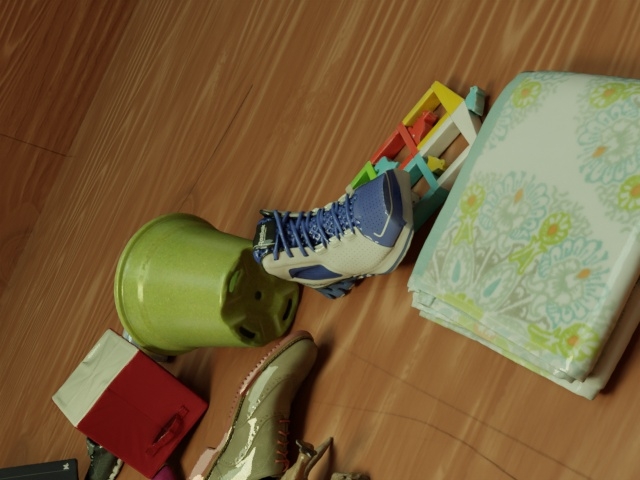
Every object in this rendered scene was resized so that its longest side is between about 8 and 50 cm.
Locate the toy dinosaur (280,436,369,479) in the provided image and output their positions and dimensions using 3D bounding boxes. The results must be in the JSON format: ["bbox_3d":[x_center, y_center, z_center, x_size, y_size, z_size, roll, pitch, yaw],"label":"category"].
[{"bbox_3d":[-0.030,0.410,1.140,0.200,0.127,0.295,-54,27,29],"label":"toy dinosaur"}]

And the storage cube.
[{"bbox_3d":[-0.374,0.313,1.591,0.183,0.193,0.215,-52,30,-14],"label":"storage cube"}]

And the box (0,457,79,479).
[{"bbox_3d":[-0.653,0.636,1.652,0.312,0.344,0.178,-118,30,-52],"label":"box"}]

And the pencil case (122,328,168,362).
[{"bbox_3d":[-0.355,0.132,1.798,0.114,0.124,0.273,12,78,17],"label":"pencil case"}]

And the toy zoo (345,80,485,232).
[{"bbox_3d":[0.160,-0.128,1.305,0.293,0.030,0.192,-50,35,23],"label":"toy zoo"}]

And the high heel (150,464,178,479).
[{"bbox_3d":[-0.350,0.537,1.553,0.244,0.082,0.117,-51,32,23],"label":"high heel"}]

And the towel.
[{"bbox_3d":[0.289,-0.029,1.003,0.321,0.090,0.374,27,92,55],"label":"towel"}]

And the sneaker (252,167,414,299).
[{"bbox_3d":[-0.001,0.000,1.257,0.315,0.182,0.127,-42,44,54],"label":"sneaker"}]

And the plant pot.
[{"bbox_3d":[-0.186,0.090,1.484,0.254,0.276,0.275,4,72,44],"label":"plant pot"}]

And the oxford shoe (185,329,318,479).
[{"bbox_3d":[-0.082,0.313,1.317,0.130,0.123,0.348,31,95,32],"label":"oxford shoe"}]

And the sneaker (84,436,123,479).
[{"bbox_3d":[-0.466,0.449,1.758,0.234,0.106,0.078,-50,34,23],"label":"sneaker"}]
